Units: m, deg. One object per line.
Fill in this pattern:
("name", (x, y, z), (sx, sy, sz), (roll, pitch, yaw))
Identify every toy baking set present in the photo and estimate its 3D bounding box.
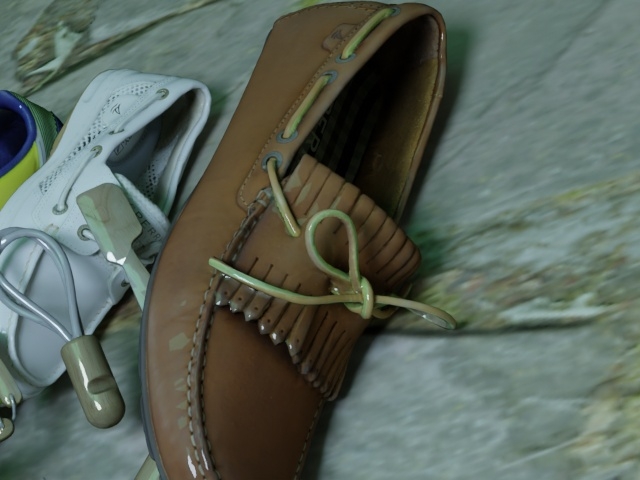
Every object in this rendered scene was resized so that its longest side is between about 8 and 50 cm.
("toy baking set", (-0.156, 0.089, 0.797), (0.197, 0.030, 0.256), (32, 71, 6))

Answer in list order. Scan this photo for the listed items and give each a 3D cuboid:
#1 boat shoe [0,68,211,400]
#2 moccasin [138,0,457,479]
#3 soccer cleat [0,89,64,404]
("boat shoe", (-0.152, -0.015, 0.891), (0.096, 0.098, 0.277), (-1, 55, 30))
("moccasin", (0.002, 0.002, 0.776), (0.147, 0.139, 0.380), (-9, 43, 35))
("soccer cleat", (-0.253, 0.022, 0.904), (0.093, 0.121, 0.289), (-3, 56, 28))
